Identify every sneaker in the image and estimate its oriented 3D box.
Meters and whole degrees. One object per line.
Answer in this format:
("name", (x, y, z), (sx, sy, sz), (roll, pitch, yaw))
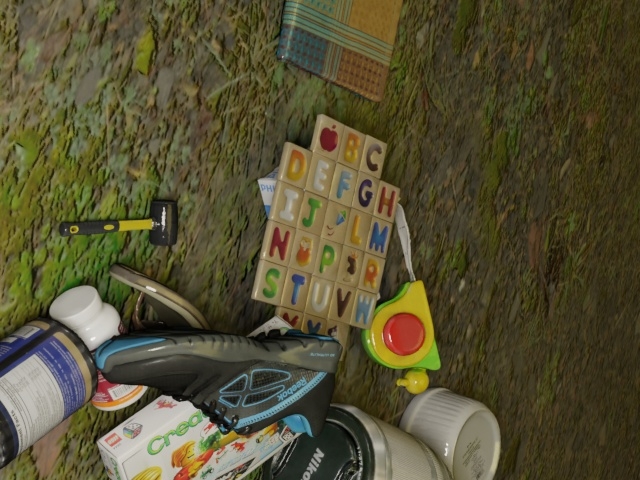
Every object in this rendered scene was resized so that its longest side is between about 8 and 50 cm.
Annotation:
("sneaker", (-0.120, 0.180, 1.706), (0.340, 0.125, 0.140), (6, 91, -32))

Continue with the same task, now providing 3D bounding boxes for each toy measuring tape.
("toy measuring tape", (0.110, 0.092, 2.230), (0.121, 0.121, 0.330), (-11, 87, -51))

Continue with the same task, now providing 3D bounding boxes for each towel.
("towel", (0.048, -0.423, 2.112), (0.271, 0.040, 0.370), (17, 83, -51))

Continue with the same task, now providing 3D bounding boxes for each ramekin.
("ramekin", (0.230, 0.366, 2.402), (0.207, 0.109, 0.207), (-10, 103, -52))

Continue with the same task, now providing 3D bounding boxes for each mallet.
("mallet", (-0.258, -0.028, 1.773), (0.189, 0.039, 0.062), (6, 92, -49))

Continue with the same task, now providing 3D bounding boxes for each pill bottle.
("pill bottle", (-0.280, 0.134, 1.721), (0.086, 0.086, 0.152), (-50, 131, -36))
("pill bottle", (-0.372, 0.190, 1.580), (0.219, 0.122, 0.123), (-38, 124, -43))

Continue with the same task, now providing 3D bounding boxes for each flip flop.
("flip flop", (-0.200, 0.131, 1.826), (0.080, 0.112, 0.277), (-48, 137, -19))

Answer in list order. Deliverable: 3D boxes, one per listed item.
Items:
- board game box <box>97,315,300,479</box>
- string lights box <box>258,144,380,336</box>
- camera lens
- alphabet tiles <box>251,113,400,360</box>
("board game box", (-0.146, 0.258, 1.844), (0.305, 0.053, 0.193), (-35, 137, -26))
("string lights box", (0.000, 0.000, 2.075), (0.133, 0.076, 0.260), (-37, 123, -42))
("camera lens", (0.060, 0.380, 2.089), (0.274, 0.219, 0.219), (32, 70, -50))
("alphabet tiles", (0.015, 0.000, 2.022), (0.285, 0.011, 0.343), (19, 81, -50))
